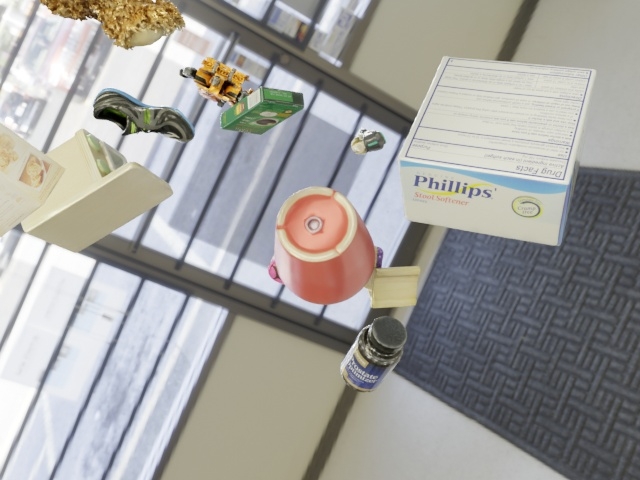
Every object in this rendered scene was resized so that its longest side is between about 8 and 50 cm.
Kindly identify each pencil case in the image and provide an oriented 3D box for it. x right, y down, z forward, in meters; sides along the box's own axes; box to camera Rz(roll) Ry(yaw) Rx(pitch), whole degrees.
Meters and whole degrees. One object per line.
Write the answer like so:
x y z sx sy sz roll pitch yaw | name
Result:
-0.081 0.050 2.148 0.095 0.098 0.209 -35 13 27 | pencil case

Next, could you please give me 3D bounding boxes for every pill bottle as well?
0.139 0.288 1.919 0.219 0.123 0.122 114 163 -49 | pill bottle

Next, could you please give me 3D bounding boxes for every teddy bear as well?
-0.341 -0.377 1.045 0.113 0.338 0.245 -59 -7 24 | teddy bear

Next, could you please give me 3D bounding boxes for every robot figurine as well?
-0.230 -0.374 1.847 0.291 0.211 0.085 3 -68 -89 | robot figurine

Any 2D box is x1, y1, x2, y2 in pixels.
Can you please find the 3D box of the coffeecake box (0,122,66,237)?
-0.451 -0.100 0.971 0.142 0.185 0.068 -24 37 43 | coffeecake box

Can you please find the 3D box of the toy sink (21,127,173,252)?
-0.417 -0.103 1.372 0.234 0.153 0.131 -30 69 8 | toy sink

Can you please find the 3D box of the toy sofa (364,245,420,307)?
0.143 0.080 2.272 0.362 0.150 0.177 17 105 63 | toy sofa

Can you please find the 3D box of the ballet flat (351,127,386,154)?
0.118 -0.265 2.028 0.074 0.074 0.203 -64 12 3 | ballet flat

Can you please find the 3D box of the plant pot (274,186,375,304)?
0.000 0.000 1.886 0.243 0.275 0.274 73 -149 -69 | plant pot

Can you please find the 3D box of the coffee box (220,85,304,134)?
-0.133 -0.288 1.682 0.184 0.113 0.040 -21 72 53 | coffee box

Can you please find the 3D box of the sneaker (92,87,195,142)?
-0.317 -0.210 1.345 0.067 0.188 0.078 115 172 -51 | sneaker

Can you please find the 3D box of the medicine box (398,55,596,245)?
0.300 -0.160 1.265 0.264 0.149 0.289 11 52 20 | medicine box
